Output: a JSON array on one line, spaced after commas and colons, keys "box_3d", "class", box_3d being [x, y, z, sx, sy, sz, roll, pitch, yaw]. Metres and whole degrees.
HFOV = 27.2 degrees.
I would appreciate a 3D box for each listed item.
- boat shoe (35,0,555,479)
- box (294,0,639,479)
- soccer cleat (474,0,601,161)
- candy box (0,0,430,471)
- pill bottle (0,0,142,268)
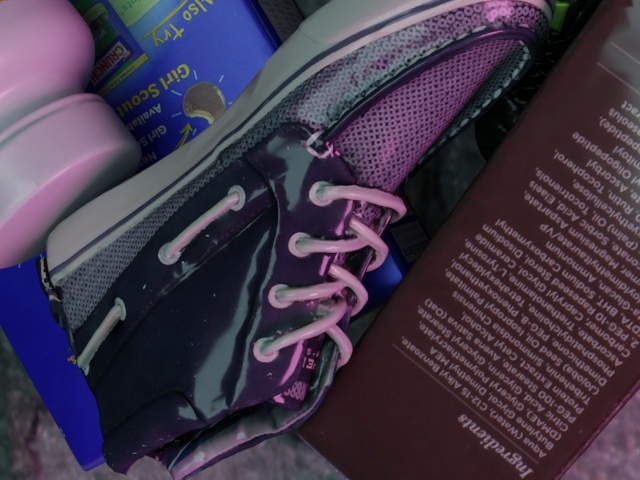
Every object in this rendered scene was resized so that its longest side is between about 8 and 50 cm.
[{"box_3d": [0.000, 0.000, 0.698, 0.341, 0.127, 0.158, -36, 59, 26], "class": "boat shoe"}, {"box_3d": [0.165, -0.013, 0.733, 0.143, 0.191, 0.381, 38, 114, 12], "class": "box"}, {"box_3d": [0.138, -0.126, 0.812, 0.060, 0.072, 0.178, 26, 104, 13], "class": "soccer cleat"}, {"box_3d": [-0.113, -0.050, 0.879, 0.268, 0.122, 0.317, -31, 86, 19], "class": "candy box"}, {"box_3d": [-0.228, -0.122, 0.764, 0.152, 0.152, 0.272, -43, 80, 18], "class": "pill bottle"}]
